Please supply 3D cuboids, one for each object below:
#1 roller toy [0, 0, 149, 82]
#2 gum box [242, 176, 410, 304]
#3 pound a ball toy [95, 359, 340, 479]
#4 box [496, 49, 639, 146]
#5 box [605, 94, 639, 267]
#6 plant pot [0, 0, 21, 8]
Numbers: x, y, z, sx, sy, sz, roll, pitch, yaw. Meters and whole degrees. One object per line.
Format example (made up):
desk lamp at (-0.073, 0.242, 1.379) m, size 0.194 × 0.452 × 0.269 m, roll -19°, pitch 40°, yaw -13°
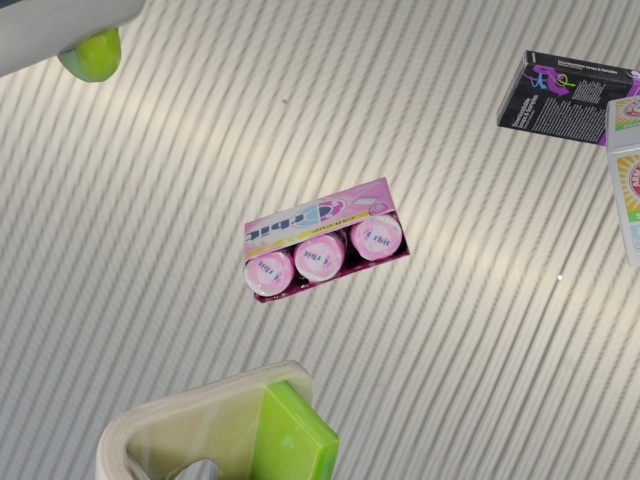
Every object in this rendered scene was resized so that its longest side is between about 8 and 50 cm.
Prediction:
roller toy at (-0.212, -0.208, 0.738) m, size 0.146 × 0.191 × 0.209 m, roll -29°, pitch 71°, yaw -25°
gum box at (0.000, 0.000, 1.317) m, size 0.189 × 0.107 × 0.062 m, roll -19°, pitch 112°, yaw 5°
pound a ball toy at (-0.069, 0.202, 0.521) m, size 0.208 × 0.136 × 0.319 m, roll 41°, pitch 133°, yaw 38°
box at (0.311, -0.174, 1.424) m, size 0.162 × 0.116 × 0.029 m, roll 9°, pitch 53°, yaw -8°
box at (0.340, -0.062, 0.930) m, size 0.203 × 0.103 × 0.114 m, roll -9°, pitch 118°, yaw 20°
plant pot at (-0.131, -0.197, 0.445) m, size 0.188 × 0.167 × 0.188 m, roll -13°, pitch 58°, yaw 26°
